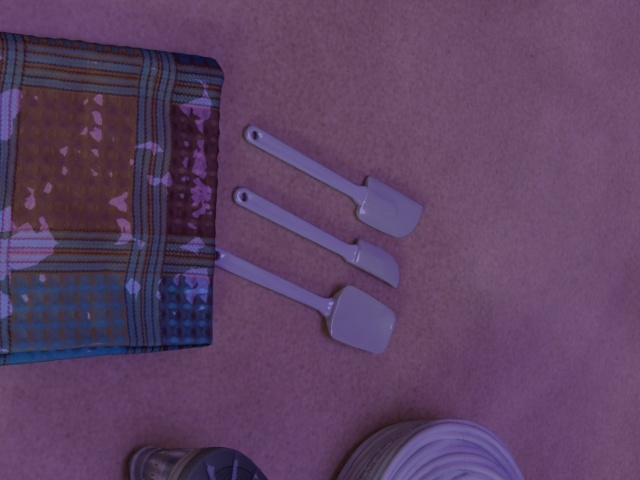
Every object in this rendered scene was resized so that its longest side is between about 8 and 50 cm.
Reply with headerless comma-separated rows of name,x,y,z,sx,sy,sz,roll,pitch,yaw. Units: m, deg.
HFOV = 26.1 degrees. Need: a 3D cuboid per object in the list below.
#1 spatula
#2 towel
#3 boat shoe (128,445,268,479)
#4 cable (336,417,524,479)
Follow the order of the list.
spatula,0.000,0.000,1.339,0.242,0.019,0.168,26,77,-38
towel,-0.236,-0.033,1.127,0.370,0.040,0.271,0,94,-40
boat shoe,-0.065,0.307,1.265,0.118,0.103,0.320,-52,127,-30
cable,0.113,0.306,1.411,0.257,0.089,0.257,2,91,-39
